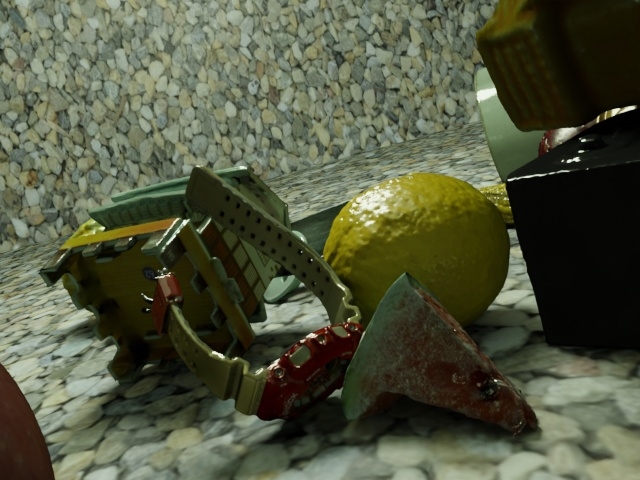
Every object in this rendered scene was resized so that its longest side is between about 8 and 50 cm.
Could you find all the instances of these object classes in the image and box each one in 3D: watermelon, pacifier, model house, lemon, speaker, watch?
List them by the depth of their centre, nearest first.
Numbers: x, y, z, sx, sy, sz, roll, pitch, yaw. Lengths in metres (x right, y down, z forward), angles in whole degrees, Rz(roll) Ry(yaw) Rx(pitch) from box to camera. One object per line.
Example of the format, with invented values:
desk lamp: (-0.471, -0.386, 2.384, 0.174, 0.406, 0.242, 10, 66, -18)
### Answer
watermelon: (0.106, 0.087, 0.614, 0.158, 0.121, 0.098, -3, -6, 34)
speaker: (0.341, -0.031, 0.677, 0.232, 0.184, 0.254, -4, 17, 45)
watch: (-0.080, 0.047, 0.708, 0.268, 0.102, 0.165, 38, 48, 18)
model house: (0.263, -0.220, 0.734, 0.239, 0.268, 0.173, -8, 31, 46)
lemon: (0.099, 0.017, 0.776, 0.193, 0.181, 0.180, 13, 0, -22)
model house: (-0.170, 0.031, 0.905, 0.224, 0.198, 0.215, -10, 32, 28)
pacifier: (-0.085, 0.026, 1.123, 0.150, 0.116, 0.127, 11, 67, 59)

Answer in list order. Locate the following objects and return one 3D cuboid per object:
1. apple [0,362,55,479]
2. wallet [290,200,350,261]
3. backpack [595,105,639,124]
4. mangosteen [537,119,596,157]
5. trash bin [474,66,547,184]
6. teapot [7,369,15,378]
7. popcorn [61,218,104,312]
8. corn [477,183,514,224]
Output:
apple: (-0.265, 0.173, 0.338, 0.305, 0.235, 0.306, -11, 11, 2)
wallet: (0.000, 0.000, 1.329, 0.172, 0.045, 0.318, -17, 14, 0)
backpack: (0.512, -0.209, 0.948, 0.378, 0.201, 0.353, -57, 17, -3)
mangosteen: (0.429, -0.126, 1.146, 0.166, 0.166, 0.180, -15, 37, 2)
trash bin: (0.525, -0.260, 1.359, 0.432, 0.280, 0.280, -14, 10, 22)
teapot: (-0.397, 0.206, 0.722, 0.226, 0.092, 0.145, -20, 9, -19)
popcorn: (-0.321, 0.047, 1.237, 0.198, 0.212, 0.198, -45, -17, -17)
corn: (0.302, -0.057, 1.163, 0.072, 0.072, 0.203, -22, 11, -32)
